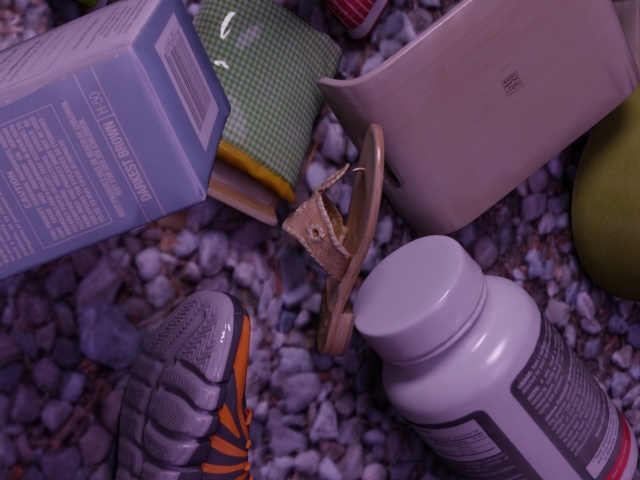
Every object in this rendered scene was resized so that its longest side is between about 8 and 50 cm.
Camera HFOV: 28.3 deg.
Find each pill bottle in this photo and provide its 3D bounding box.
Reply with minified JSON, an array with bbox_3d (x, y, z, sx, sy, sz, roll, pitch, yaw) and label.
[{"bbox_3d":[0.173,0.148,1.284,0.176,0.176,0.318,-50,119,-18],"label":"pill bottle"}]

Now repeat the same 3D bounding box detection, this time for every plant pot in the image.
[{"bbox_3d":[0.472,-0.028,1.363,0.274,0.293,0.275,-11,110,-32],"label":"plant pot"}]

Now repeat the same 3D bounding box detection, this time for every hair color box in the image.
[{"bbox_3d":[-0.259,-0.041,0.873,0.374,0.185,0.114,-20,112,10],"label":"hair color box"}]

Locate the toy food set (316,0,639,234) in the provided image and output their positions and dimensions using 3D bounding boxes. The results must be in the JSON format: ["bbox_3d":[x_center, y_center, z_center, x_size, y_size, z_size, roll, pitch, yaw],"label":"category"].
[{"bbox_3d":[0.165,-0.170,1.256,0.306,0.092,0.220,-38,129,-5],"label":"toy food set"}]

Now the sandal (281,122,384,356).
[{"bbox_3d":[0.001,0.003,1.196,0.079,0.088,0.240,5,116,-11],"label":"sandal"}]

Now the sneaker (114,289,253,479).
[{"bbox_3d":[-0.091,0.206,1.172,0.180,0.124,0.321,12,100,-37],"label":"sneaker"}]

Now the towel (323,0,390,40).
[{"bbox_3d":[0.054,-0.328,1.106,0.237,0.037,0.329,-58,159,-3],"label":"towel"}]

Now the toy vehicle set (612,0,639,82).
[{"bbox_3d":[0.387,-0.322,1.391,0.166,0.035,0.267,-33,134,-26],"label":"toy vehicle set"}]

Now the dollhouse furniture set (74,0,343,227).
[{"bbox_3d":[-0.089,-0.147,1.097,0.301,0.151,0.198,26,82,-32],"label":"dollhouse furniture set"}]
